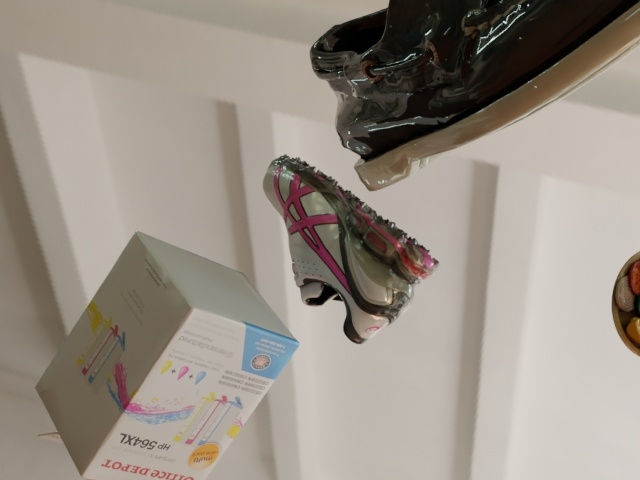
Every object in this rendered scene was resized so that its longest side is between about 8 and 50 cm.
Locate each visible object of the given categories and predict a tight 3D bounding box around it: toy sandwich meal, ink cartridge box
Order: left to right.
[{"bbox_3d":[-0.101,0.086,0.676,0.092,0.143,0.090,24,15,-42],"label":"ink cartridge box"},{"bbox_3d":[0.233,0.044,0.726,0.085,0.085,0.029,46,-18,-17],"label":"toy sandwich meal"}]

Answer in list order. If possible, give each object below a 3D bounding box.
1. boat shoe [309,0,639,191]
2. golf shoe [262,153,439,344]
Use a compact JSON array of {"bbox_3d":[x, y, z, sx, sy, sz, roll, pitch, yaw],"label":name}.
[{"bbox_3d":[0.079,-0.116,0.523,0.113,0.127,0.340,57,-16,-3],"label":"boat shoe"},{"bbox_3d":[0.000,0.000,0.772,0.067,0.086,0.186,33,5,-40],"label":"golf shoe"}]
